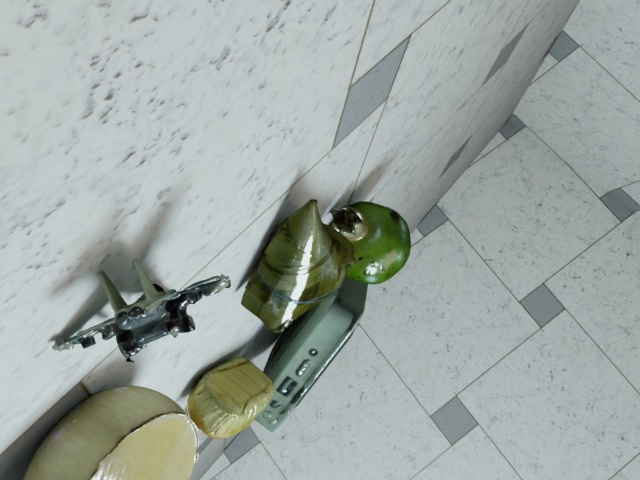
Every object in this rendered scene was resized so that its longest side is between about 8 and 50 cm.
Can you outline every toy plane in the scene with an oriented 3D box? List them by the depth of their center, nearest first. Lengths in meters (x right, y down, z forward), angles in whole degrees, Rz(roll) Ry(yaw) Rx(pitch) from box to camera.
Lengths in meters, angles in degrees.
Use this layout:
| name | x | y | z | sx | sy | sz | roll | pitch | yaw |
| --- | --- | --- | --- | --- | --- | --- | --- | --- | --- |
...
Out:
| name | x | y | z | sx | sy | sz | roll | pitch | yaw |
| --- | --- | --- | --- | --- | --- | --- | --- | --- | --- |
| toy plane | -0.184 | 0.083 | 0.723 | 0.192 | 0.088 | 0.262 | -22 | 169 | -3 |

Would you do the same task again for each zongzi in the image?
| name | x | y | z | sx | sy | sz | roll | pitch | yaw |
| --- | --- | --- | --- | --- | --- | --- | --- | --- | --- |
| zongzi | 0.000 | 0.000 | 1.105 | 0.251 | 0.125 | 0.274 | -35 | 155 | -51 |

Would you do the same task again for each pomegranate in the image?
| name | x | y | z | sx | sy | sz | roll | pitch | yaw |
| --- | --- | --- | --- | --- | --- | --- | --- | --- | --- |
| pomegranate | 0.092 | -0.006 | 1.358 | 0.187 | 0.187 | 0.225 | -51 | 144 | 0 |

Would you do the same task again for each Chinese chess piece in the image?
| name | x | y | z | sx | sy | sz | roll | pitch | yaw |
| --- | --- | --- | --- | --- | --- | --- | --- | --- | --- |
| Chinese chess piece | -0.282 | 0.328 | 0.877 | 0.257 | 0.104 | 0.257 | -42 | 143 | -43 |

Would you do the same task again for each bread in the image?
| name | x | y | z | sx | sy | sz | roll | pitch | yaw |
| --- | --- | --- | --- | --- | --- | --- | --- | --- | --- |
| bread | -0.196 | 0.338 | 1.368 | 0.106 | 0.140 | 0.236 | -51 | 168 | 15 |

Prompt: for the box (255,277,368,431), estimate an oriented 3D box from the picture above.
| name | x | y | z | sx | sy | sz | roll | pitch | yaw |
| --- | --- | --- | --- | --- | --- | --- | --- | --- | --- |
| box | -0.020 | 0.242 | 1.614 | 0.395 | 0.111 | 0.396 | -55 | -175 | 19 |
